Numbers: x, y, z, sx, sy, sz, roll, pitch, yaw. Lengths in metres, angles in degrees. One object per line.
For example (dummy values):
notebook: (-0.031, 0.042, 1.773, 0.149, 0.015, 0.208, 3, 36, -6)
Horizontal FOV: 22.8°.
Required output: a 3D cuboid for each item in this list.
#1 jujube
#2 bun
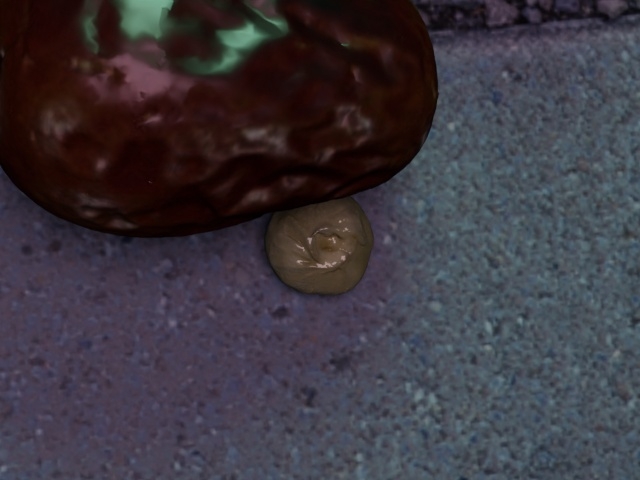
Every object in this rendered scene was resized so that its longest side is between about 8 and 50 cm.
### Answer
jujube: (-0.080, -0.113, 1.133, 0.318, 0.223, 0.223, -1, 83, -18)
bun: (0.000, 0.000, 1.202, 0.086, 0.055, 0.086, 1, 84, -9)
